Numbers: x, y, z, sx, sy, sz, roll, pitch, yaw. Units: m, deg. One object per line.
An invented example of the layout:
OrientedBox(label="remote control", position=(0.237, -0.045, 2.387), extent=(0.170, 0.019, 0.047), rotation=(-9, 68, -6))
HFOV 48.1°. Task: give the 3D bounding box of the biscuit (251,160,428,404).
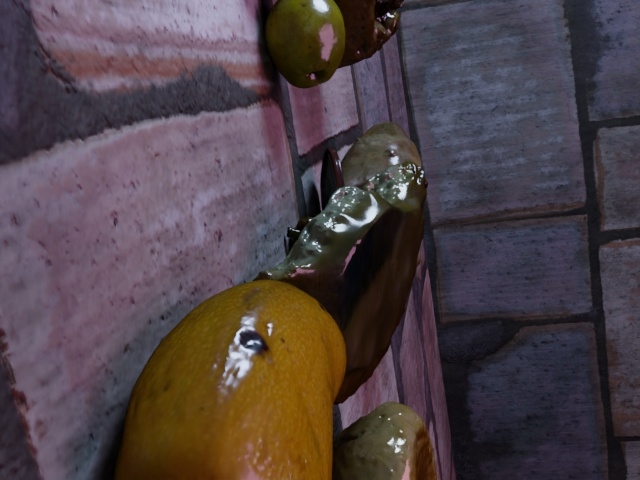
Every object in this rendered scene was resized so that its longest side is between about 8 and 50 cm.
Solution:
OrientedBox(label="biscuit", position=(0.048, 0.032, 0.849), extent=(0.335, 0.078, 0.329), rotation=(-64, 151, -19))

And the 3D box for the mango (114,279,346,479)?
OrientedBox(label="mango", position=(-0.055, 0.128, 0.513), extent=(0.295, 0.120, 0.177), rotation=(-70, 143, -67))

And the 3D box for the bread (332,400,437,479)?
OrientedBox(label="bread", position=(0.083, 0.345, 0.980), extent=(0.244, 0.134, 0.244), rotation=(-4, 90, -76))

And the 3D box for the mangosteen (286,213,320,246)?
OrientedBox(label="mangosteen", position=(0.002, 0.002, 0.911), extent=(0.081, 0.081, 0.080), rotation=(-7, 90, -77))

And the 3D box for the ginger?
OrientedBox(label="ginger", position=(0.115, -0.062, 1.266), extent=(0.304, 0.155, 0.244), rotation=(58, 26, -61))

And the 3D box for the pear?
OrientedBox(label="pear", position=(-0.020, -0.259, 0.905), extent=(0.107, 0.107, 0.131), rotation=(42, 38, -71))

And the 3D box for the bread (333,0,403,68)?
OrientedBox(label="bread", position=(0.053, -0.372, 1.079), extent=(0.230, 0.123, 0.230), rotation=(-53, 156, -35))

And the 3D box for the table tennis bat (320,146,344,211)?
OrientedBox(label="table tennis bat", position=(0.025, 0.018, 1.022), extent=(0.173, 0.023, 0.300), rotation=(141, -56, -80))
